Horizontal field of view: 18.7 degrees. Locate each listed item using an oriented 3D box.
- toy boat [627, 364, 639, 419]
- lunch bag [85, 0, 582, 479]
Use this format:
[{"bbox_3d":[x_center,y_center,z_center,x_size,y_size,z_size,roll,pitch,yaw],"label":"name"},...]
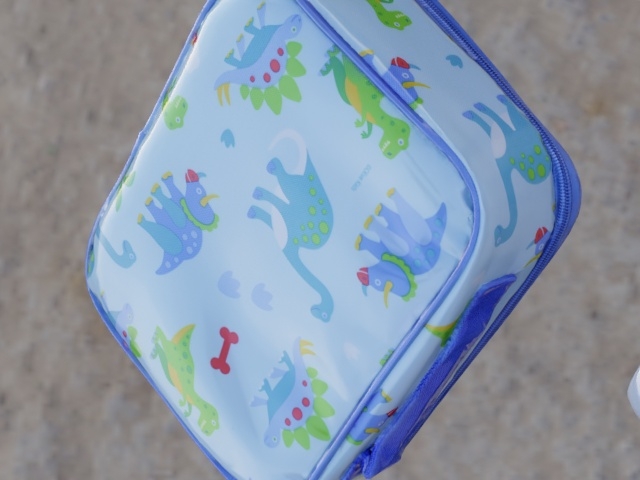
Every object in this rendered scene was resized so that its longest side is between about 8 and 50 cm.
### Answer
[{"bbox_3d":[0.241,0.187,1.075,0.268,0.148,0.318,-5,100,38],"label":"toy boat"},{"bbox_3d":[0.000,0.000,0.838,0.176,0.090,0.219,48,129,22],"label":"lunch bag"}]
